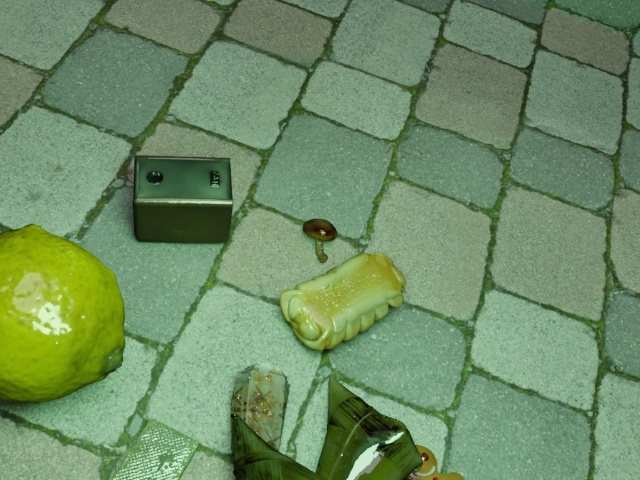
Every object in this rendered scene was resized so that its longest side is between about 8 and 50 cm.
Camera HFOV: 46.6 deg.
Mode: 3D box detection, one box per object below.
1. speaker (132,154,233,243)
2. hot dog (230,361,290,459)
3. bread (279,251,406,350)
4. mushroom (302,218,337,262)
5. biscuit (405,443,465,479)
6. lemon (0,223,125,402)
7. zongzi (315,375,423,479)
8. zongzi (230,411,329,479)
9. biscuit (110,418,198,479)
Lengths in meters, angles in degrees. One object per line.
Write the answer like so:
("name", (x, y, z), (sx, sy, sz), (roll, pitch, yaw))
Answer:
("speaker", (-0.337, -0.100, 1.814), (0.230, 0.193, 0.153), (0, 56, -12))
("hot dog", (-0.131, 0.378, 1.596), (0.131, 0.069, 0.253), (13, 55, -15))
("bread", (0.064, 0.145, 1.773), (0.311, 0.121, 0.173), (-24, 67, -27))
("mushroom", (0.007, -0.007, 1.903), (0.088, 0.072, 0.130), (13, 48, -42))
("biscuit", (0.246, 0.548, 1.577), (0.165, 0.036, 0.250), (-13, 58, -23))
("lemon", (-0.562, 0.155, 1.479), (0.387, 0.350, 0.350), (30, 54, 15))
("zongzi", (0.025, 0.452, 1.568), (0.274, 0.145, 0.300), (-41, 43, -17))
("zongzi", (-0.070, 0.437, 1.431), (0.112, 0.220, 0.242), (15, 63, -58))
("biscuit", (-0.344, 0.468, 1.496), (0.121, 0.041, 0.199), (27, 52, 4))
